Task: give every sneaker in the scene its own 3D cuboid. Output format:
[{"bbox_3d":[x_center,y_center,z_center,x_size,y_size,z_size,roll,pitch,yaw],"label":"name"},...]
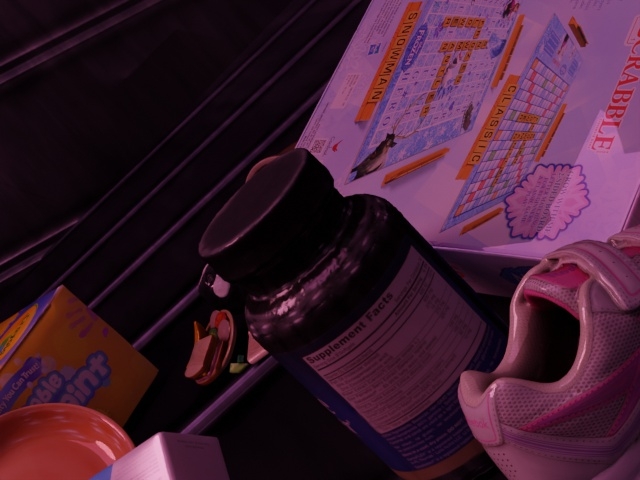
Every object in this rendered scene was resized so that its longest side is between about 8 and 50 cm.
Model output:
[{"bbox_3d":[0.172,0.038,0.638,0.252,0.111,0.103,-50,18,-17],"label":"sneaker"}]

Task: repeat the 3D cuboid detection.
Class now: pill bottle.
[{"bbox_3d":[0.031,0.049,0.750,0.123,0.219,0.123,-40,18,16],"label":"pill bottle"}]

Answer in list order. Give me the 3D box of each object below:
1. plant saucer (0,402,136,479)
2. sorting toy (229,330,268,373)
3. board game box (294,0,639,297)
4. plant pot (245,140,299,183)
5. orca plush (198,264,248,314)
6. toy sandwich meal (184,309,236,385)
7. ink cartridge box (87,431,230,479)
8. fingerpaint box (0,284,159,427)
[{"bbox_3d":[-0.268,0.245,1.120,0.200,0.037,0.200,-2,46,2],"label":"plant saucer"},{"bbox_3d":[-0.059,0.102,1.186,0.083,0.012,0.062,-37,23,13],"label":"sorting toy"},{"bbox_3d":[0.142,-0.112,0.871,0.318,0.066,0.318,8,64,44],"label":"board game box"},{"bbox_3d":[0.043,-0.055,1.089,0.167,0.167,0.165,-21,22,52],"label":"plant pot"},{"bbox_3d":[0.000,0.000,1.228,0.287,0.102,0.151,-34,-27,3],"label":"orca plush"},{"bbox_3d":[-0.117,0.110,1.230,0.085,0.029,0.085,-41,40,45],"label":"toy sandwich meal"},{"bbox_3d":[-0.101,0.236,0.803,0.104,0.062,0.181,-36,58,27],"label":"ink cartridge box"},{"bbox_3d":[-0.428,0.303,1.307,0.371,0.163,0.444,-28,24,45],"label":"fingerpaint box"}]
